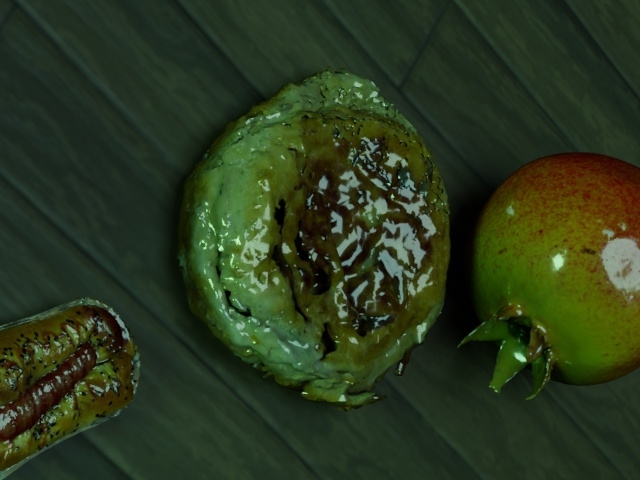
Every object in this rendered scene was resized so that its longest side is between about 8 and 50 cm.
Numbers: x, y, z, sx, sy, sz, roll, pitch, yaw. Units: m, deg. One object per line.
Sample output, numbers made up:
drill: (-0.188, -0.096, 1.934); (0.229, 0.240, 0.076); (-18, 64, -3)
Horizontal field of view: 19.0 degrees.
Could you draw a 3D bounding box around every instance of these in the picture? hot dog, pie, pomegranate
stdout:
hot dog: (-0.217, 0.110, 1.457); (0.191, 0.059, 0.108); (-27, 105, -43)
pie: (-0.001, 0.000, 1.649); (0.308, 0.085, 0.308); (7, 79, -40)
pomegranate: (0.234, 0.039, 1.776); (0.221, 0.221, 0.256); (52, 61, -23)
